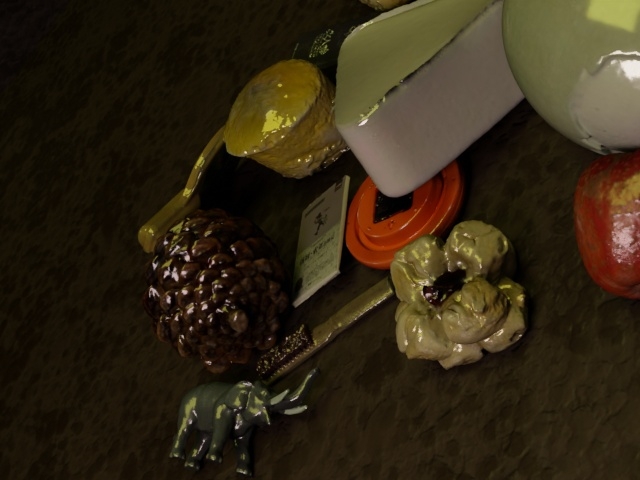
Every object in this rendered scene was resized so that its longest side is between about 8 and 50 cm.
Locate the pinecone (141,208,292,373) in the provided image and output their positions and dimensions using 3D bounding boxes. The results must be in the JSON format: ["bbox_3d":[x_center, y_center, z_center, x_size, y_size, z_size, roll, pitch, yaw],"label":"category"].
[{"bbox_3d":[-0.161,0.061,1.566,0.224,0.224,0.272,-46,32,8],"label":"pinecone"}]

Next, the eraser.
[{"bbox_3d":[0.178,-0.241,1.483,0.331,0.150,0.331,-31,26,17],"label":"eraser"}]

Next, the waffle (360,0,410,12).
[{"bbox_3d":[0.112,-0.508,1.894,0.168,0.057,0.274,-47,35,5],"label":"waffle"}]

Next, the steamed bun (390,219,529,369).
[{"bbox_3d":[0.156,0.063,1.307,0.192,0.106,0.178,-27,41,32],"label":"steamed bun"}]

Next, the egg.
[{"bbox_3d":[0.361,-0.231,1.194,0.278,0.278,0.336,-40,35,15],"label":"egg"}]

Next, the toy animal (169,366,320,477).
[{"bbox_3d":[-0.114,0.255,1.456,0.269,0.082,0.137,-17,49,40],"label":"toy animal"}]

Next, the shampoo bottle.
[{"bbox_3d":[0.076,-0.327,1.769,0.309,0.071,0.098,-4,53,43],"label":"shampoo bottle"}]

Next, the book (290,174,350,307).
[{"bbox_3d":[0.000,0.000,1.583,0.127,0.014,0.182,-40,34,45],"label":"book"}]

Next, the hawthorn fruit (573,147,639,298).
[{"bbox_3d":[0.349,0.004,1.134,0.162,0.162,0.204,-5,74,45],"label":"hawthorn fruit"}]

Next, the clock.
[{"bbox_3d":[0.117,-0.051,1.497,0.205,0.051,0.205,-30,41,29],"label":"clock"}]

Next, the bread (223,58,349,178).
[{"bbox_3d":[-0.052,-0.192,1.702,0.197,0.170,0.197,-28,44,31],"label":"bread"}]

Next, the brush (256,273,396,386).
[{"bbox_3d":[0.003,0.126,1.482,0.248,0.036,0.043,-37,42,20],"label":"brush"}]

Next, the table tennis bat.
[{"bbox_3d":[-0.208,-0.083,1.757,0.321,0.050,0.198,-55,-9,-47],"label":"table tennis bat"}]
